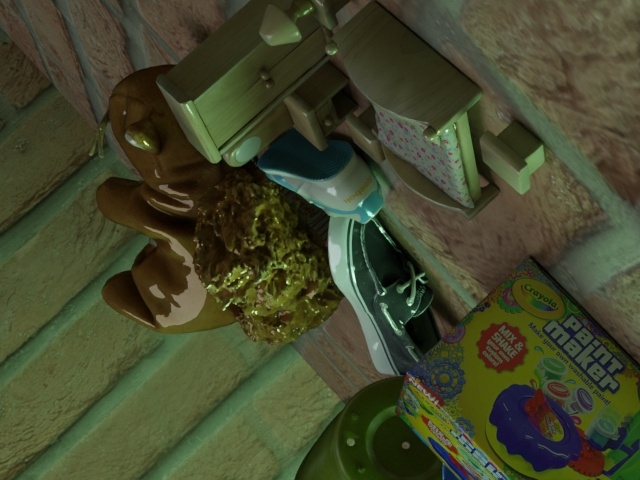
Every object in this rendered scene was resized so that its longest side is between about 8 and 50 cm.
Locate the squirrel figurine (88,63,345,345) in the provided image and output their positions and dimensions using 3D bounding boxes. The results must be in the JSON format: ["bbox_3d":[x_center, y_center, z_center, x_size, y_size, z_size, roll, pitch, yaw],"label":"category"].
[{"bbox_3d":[-0.134,-0.054,1.961,0.397,0.281,0.370,33,144,37],"label":"squirrel figurine"}]

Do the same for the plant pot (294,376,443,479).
[{"bbox_3d":[0.134,0.406,2.486,0.366,0.366,0.353,45,158,19],"label":"plant pot"}]

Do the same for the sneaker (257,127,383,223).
[{"bbox_3d":[-0.003,-0.079,1.768,0.092,0.087,0.228,50,173,-27],"label":"sneaker"}]

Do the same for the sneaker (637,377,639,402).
[{"bbox_3d":[0.356,0.171,1.145,0.227,0.087,0.130,46,169,-5],"label":"sneaker"}]

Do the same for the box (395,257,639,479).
[{"bbox_3d":[0.243,0.206,1.526,0.290,0.177,0.279,46,170,12],"label":"box"}]

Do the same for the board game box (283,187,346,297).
[{"bbox_3d":[0.000,0.000,2.205,0.147,0.045,0.193,42,169,35],"label":"board game box"}]

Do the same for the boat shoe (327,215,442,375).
[{"bbox_3d":[0.096,0.066,1.896,0.102,0.108,0.301,3,131,30],"label":"boat shoe"}]

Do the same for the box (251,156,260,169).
[{"bbox_3d":[-0.130,-0.145,2.289,0.083,0.018,0.067,46,171,16],"label":"box"}]

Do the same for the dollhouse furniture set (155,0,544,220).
[{"bbox_3d":[0.034,-0.067,1.363,0.355,0.174,0.303,44,170,26],"label":"dollhouse furniture set"}]

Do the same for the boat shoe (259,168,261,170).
[{"bbox_3d":[-0.072,-0.053,2.281,0.063,0.066,0.184,29,162,20],"label":"boat shoe"}]

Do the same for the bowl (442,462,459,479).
[{"bbox_3d":[0.258,0.401,1.979,0.391,0.077,0.391,174,90,-78],"label":"bowl"}]
